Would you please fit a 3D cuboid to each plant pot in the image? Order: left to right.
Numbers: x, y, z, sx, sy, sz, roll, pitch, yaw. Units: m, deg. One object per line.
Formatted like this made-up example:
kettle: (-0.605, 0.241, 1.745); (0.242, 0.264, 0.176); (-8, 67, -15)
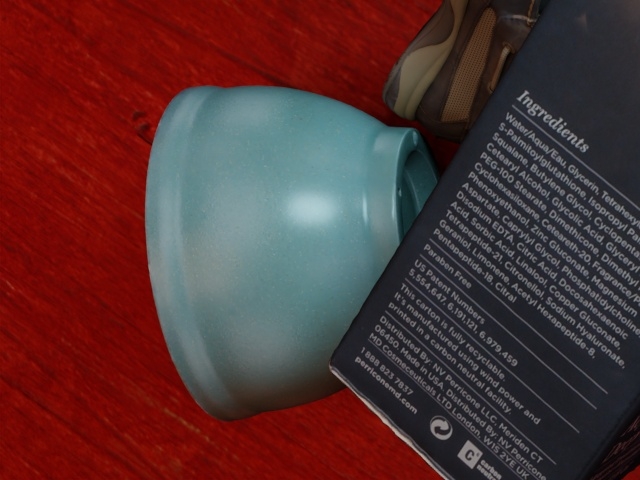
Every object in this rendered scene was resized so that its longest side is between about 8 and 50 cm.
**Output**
plant pot: (0.000, 0.000, 1.480); (0.196, 0.293, 0.293); (-7, 98, 18)

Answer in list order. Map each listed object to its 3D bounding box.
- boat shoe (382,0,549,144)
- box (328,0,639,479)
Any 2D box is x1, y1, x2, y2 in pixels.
boat shoe: (0.167, -0.182, 1.357); (0.130, 0.132, 0.355); (37, 153, 2)
box: (0.238, -0.017, 1.278); (0.212, 0.293, 0.395); (41, 123, 20)
